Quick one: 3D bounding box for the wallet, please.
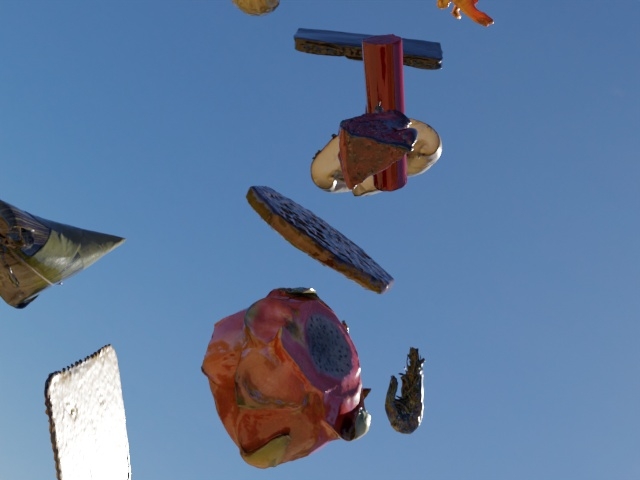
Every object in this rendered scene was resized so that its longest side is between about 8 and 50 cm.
[{"bbox_3d":[0.098,-0.395,2.198,0.310,0.165,0.042,7,-67,0],"label":"wallet"}]

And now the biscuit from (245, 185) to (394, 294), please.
[{"bbox_3d":[-0.001,0.000,2.135,0.359,0.046,0.359,34,7,-5],"label":"biscuit"}]

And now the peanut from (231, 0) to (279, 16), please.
[{"bbox_3d":[-0.134,-0.476,2.059,0.194,0.093,0.083,-140,-127,-63],"label":"peanut"}]

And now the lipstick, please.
[{"bbox_3d":[0.116,-0.223,1.896,0.073,0.073,0.279,22,-53,42],"label":"lipstick"}]

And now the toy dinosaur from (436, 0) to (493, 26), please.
[{"bbox_3d":[0.202,-0.471,1.788,0.117,0.070,0.288,-46,-109,23],"label":"toy dinosaur"}]

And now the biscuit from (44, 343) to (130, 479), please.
[{"bbox_3d":[-0.336,0.287,1.571,0.013,0.232,0.236,-5,-84,14],"label":"biscuit"}]

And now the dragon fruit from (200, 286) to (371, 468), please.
[{"bbox_3d":[-0.038,0.208,1.721,0.189,0.290,0.290,-24,-72,28],"label":"dragon fruit"}]

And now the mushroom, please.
[{"bbox_3d":[0.131,-0.164,2.239,0.286,0.156,0.151,-14,-16,21],"label":"mushroom"}]

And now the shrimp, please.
[{"bbox_3d":[0.158,0.275,1.965,0.091,0.161,0.034,12,-11,-39],"label":"shrimp"}]

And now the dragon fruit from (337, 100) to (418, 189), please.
[{"bbox_3d":[0.091,-0.170,1.640,0.122,0.192,0.092,-30,-80,34],"label":"dragon fruit"}]

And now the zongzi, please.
[{"bbox_3d":[-0.580,-0.016,2.306,0.154,0.318,0.289,57,-20,22],"label":"zongzi"}]
